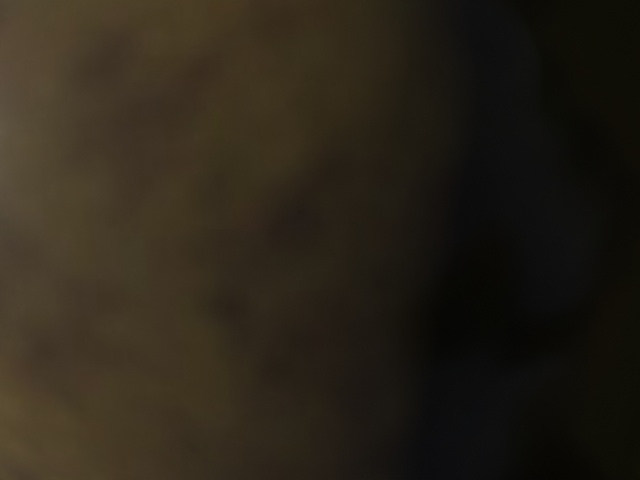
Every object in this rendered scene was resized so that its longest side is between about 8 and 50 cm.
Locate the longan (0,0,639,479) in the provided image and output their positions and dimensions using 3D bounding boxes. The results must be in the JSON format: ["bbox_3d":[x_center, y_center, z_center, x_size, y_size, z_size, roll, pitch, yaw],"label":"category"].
[{"bbox_3d":[0.000,0.000,0.677,0.404,0.336,0.404,1,123,1],"label":"longan"}]
